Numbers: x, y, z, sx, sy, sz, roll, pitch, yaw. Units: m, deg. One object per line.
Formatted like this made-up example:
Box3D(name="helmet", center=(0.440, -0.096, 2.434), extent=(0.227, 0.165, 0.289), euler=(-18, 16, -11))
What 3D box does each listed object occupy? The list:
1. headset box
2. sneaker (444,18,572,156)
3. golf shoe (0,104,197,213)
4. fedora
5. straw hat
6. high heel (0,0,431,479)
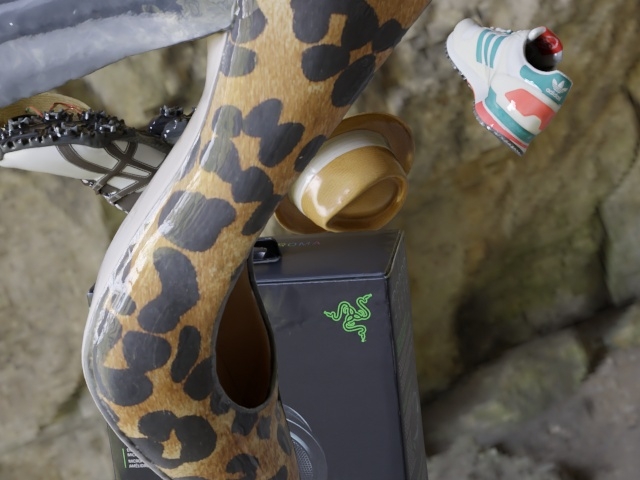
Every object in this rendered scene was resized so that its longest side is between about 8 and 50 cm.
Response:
Box3D(name="headset box", center=(-0.044, 0.128, 1.223), extent=(0.246, 0.283, 0.131), euler=(-2, 17, 10))
Box3D(name="sneaker", center=(0.143, -0.129, 1.074), extent=(0.075, 0.057, 0.161), euler=(-45, 28, 20))
Box3D(name="golf shoe", center=(-0.154, -0.052, 1.119), extent=(0.198, 0.093, 0.077), euler=(-2, 19, -19))
Box3D(name="fedora", center=(0.040, -0.061, 1.736), extent=(0.194, 0.079, 0.194), euler=(-20, -41, -19))
Box3D(name="straw hat", center=(-0.354, -0.133, 1.837), extent=(0.145, 0.061, 0.144), euler=(9, 28, -5))
Box3D(name="high heel", center=(0.000, 0.000, 0.532), extent=(0.186, 0.261, 0.093), euler=(-17, 32, 12))
